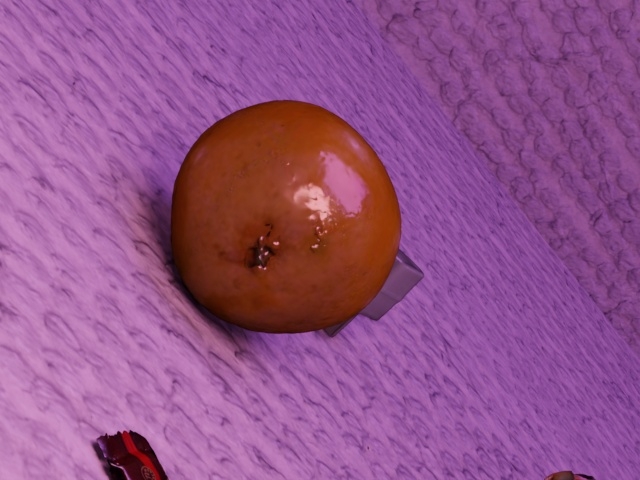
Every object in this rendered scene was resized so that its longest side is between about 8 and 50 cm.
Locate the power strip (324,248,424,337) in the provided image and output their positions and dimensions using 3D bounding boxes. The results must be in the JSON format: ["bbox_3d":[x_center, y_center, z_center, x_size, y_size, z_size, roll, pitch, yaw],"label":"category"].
[{"bbox_3d":[0.000,0.000,2.216,0.261,0.141,0.229,50,11,29],"label":"power strip"}]

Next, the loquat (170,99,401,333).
[{"bbox_3d":[-0.038,-0.025,1.872,0.263,0.263,0.263,50,19,-23],"label":"loquat"}]

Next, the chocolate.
[{"bbox_3d":[-0.140,0.248,1.508,0.086,0.028,0.182,11,51,-63],"label":"chocolate"}]

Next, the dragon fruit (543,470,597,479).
[{"bbox_3d":[0.350,0.434,2.244,0.291,0.189,0.291,50,18,-23],"label":"dragon fruit"}]
